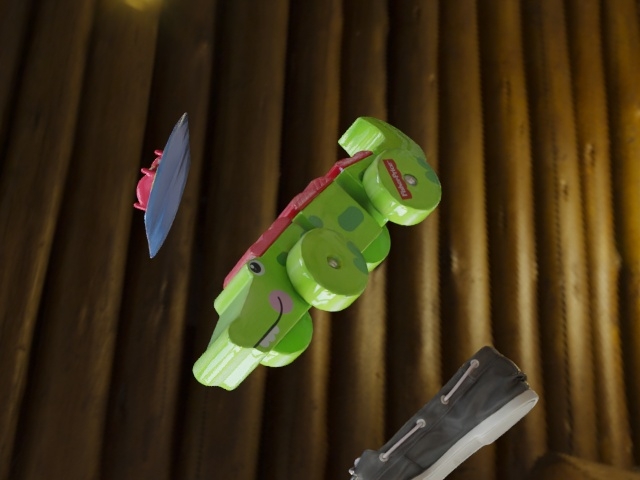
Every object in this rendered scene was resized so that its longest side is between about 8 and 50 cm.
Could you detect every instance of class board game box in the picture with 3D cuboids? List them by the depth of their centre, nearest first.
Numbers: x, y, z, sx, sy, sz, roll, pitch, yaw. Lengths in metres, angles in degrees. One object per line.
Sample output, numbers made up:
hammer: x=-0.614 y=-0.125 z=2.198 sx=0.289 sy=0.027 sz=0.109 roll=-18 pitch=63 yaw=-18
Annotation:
board game box: x=-0.180 y=-0.062 z=1.179 sx=0.033 sy=0.169 sz=0.133 roll=16 pitch=-115 yaw=3

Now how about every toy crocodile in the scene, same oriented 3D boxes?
toy crocodile: x=0.000 y=0.000 z=0.896 sx=0.105 sy=0.115 sz=0.340 roll=43 pitch=-133 yaw=1

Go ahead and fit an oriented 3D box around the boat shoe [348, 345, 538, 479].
boat shoe: x=0.118 y=0.262 z=1.353 sx=0.335 sy=0.112 sz=0.095 roll=-36 pitch=-115 yaw=-4
